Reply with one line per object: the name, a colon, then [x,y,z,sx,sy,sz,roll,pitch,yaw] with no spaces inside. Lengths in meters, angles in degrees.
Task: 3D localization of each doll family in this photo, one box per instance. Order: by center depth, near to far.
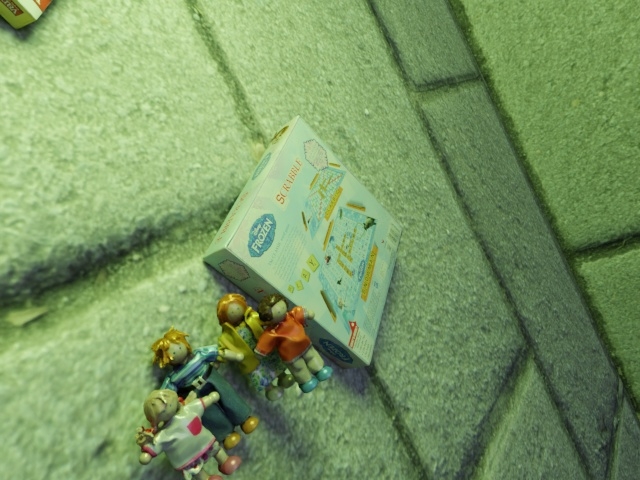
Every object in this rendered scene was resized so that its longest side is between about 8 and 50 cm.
doll family: [-0.123,0.164,0.591,0.263,0.118,0.163,-39,109,-30]

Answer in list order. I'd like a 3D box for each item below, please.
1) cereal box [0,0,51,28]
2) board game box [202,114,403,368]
cereal box: [-0.374,-0.404,0.569,0.173,0.047,0.240,53,37,-49]
board game box: [0.000,0.000,0.808,0.318,0.066,0.318,44,46,-25]
